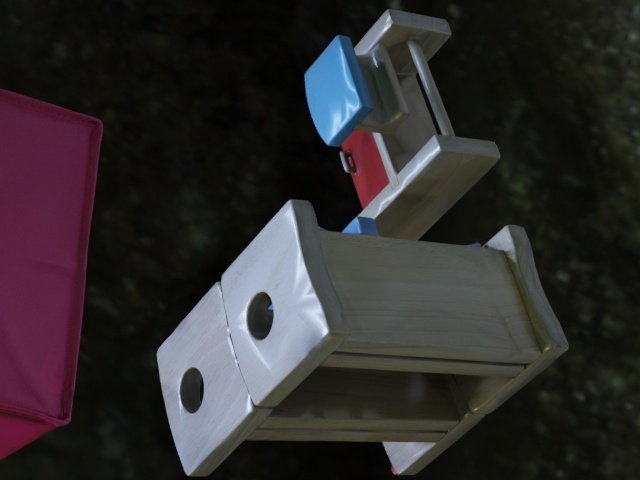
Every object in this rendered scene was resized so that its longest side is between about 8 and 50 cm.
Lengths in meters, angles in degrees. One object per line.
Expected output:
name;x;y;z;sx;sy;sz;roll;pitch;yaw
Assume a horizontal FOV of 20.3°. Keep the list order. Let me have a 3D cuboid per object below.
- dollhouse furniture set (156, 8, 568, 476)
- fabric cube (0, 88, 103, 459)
dollhouse furniture set;0.000;0.000;0.819;0.129;0.184;0.129;6;-37;-35
fabric cube;-0.342;0.032;1.370;0.254;0.258;0.259;17;-117;-28
